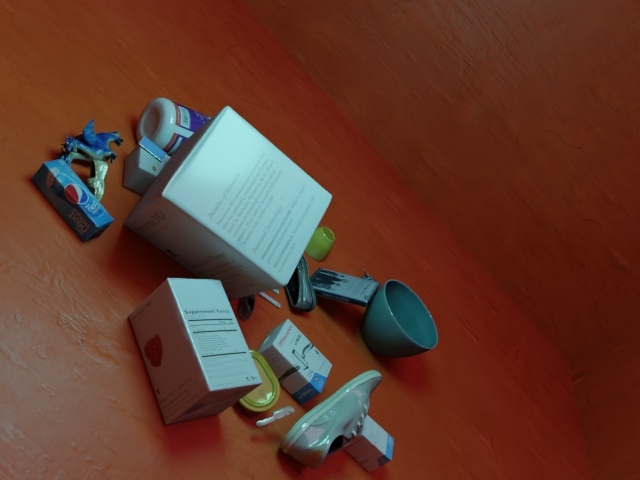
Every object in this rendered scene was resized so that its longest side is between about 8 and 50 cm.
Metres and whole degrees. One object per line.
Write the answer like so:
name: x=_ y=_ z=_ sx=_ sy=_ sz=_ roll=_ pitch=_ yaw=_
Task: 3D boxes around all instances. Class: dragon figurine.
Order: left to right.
dragon figurine: x=-0.649 y=-0.285 z=1.699 sx=0.144 sy=0.085 sz=0.289 roll=36 pitch=31 yaw=-27

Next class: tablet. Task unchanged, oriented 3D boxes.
tablet: x=-0.504 y=-0.275 z=1.793 sx=0.083 sy=0.006 sz=0.054 roll=39 pitch=28 yaw=-19

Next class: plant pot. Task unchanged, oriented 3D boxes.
plant pot: x=0.000 y=0.000 z=2.321 sx=0.134 sy=0.095 sz=0.134 roll=36 pitch=30 yaw=-25
plant pot: x=0.266 y=0.319 z=2.211 sx=0.290 sy=0.195 sz=0.290 roll=36 pitch=30 yaw=-25

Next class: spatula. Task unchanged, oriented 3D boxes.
spatula: x=-0.215 y=0.108 z=1.940 sx=0.242 sy=0.019 sz=0.168 roll=37 pitch=29 yaw=-24

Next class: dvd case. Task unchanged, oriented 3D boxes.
dvd case: x=0.076 y=0.166 z=2.141 sx=0.239 sy=0.029 sz=0.179 roll=14 pitch=22 yaw=16

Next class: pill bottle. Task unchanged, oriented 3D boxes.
pill bottle: x=-0.435 y=-0.341 z=1.994 sx=0.323 sy=0.181 sz=0.181 roll=16 pitch=42 yaw=-49

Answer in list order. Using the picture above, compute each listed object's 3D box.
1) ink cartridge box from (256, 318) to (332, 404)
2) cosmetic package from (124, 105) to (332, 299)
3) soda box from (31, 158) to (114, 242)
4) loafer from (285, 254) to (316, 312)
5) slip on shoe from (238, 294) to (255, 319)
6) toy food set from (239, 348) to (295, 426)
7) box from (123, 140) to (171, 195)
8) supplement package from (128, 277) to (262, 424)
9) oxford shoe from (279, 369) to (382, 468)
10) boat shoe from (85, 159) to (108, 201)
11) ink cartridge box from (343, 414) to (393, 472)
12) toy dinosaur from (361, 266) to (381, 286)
ink cartridge box: x=-0.077 y=0.356 z=1.761 sx=0.203 sy=0.086 sz=0.148 roll=47 pitch=27 yaw=-8
cosmetic package: x=-0.256 y=-0.086 z=1.664 sx=0.394 sy=0.329 sz=0.327 roll=39 pitch=60 yaw=-21
soda box: x=-0.629 y=-0.103 z=1.514 sx=0.210 sy=0.071 sz=0.067 roll=50 pitch=26 yaw=-1
loafer: x=-0.091 y=0.118 z=2.033 sx=0.084 sy=0.096 sz=0.267 roll=14 pitch=46 yaw=-50
slip on shoe: x=-0.217 y=0.183 z=1.813 sx=0.051 sy=0.041 sz=0.135 roll=40 pitch=29 yaw=-19
toy food set: x=-0.181 y=0.397 z=1.584 sx=0.128 sy=0.071 sz=0.218 roll=-21 pitch=70 yaw=-37
box: x=-0.498 y=-0.197 z=1.811 sx=0.170 sy=0.091 sz=0.130 roll=29 pitch=33 yaw=-36
supplement package: x=-0.304 y=0.259 z=1.433 sx=0.175 sy=0.177 sz=0.293 roll=8 pitch=48 yaw=-53
oxford shoe: x=0.060 y=0.503 z=1.686 sx=0.130 sy=0.169 sz=0.449 roll=40 pitch=30 yaw=18
boat shoe: x=-0.611 y=-0.155 z=1.609 sx=0.045 sy=0.050 sz=0.135 roll=20 pitch=60 yaw=-40
ink cartridge box: x=0.134 y=0.595 z=1.773 sx=0.143 sy=0.092 sz=0.090 roll=46 pitch=27 yaw=-11
toy dinosaur: x=0.211 y=0.162 z=2.468 sx=0.082 sy=0.090 sz=0.047 roll=6 pitch=15 yaw=9
